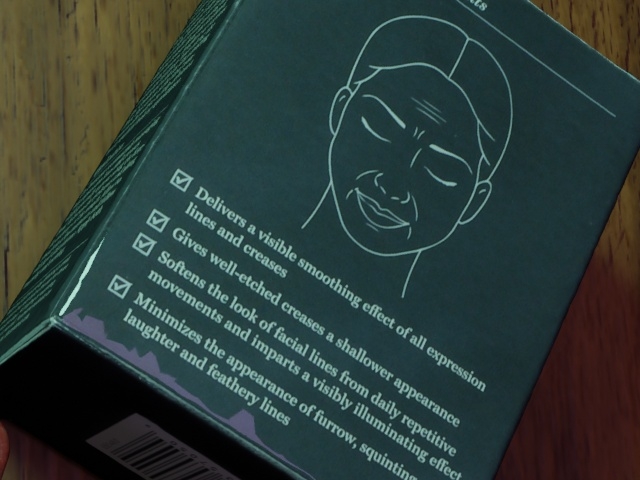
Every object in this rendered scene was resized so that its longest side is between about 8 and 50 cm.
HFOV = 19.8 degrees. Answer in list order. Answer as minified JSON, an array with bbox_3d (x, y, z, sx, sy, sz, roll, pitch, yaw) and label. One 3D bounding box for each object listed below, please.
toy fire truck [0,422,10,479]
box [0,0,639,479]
[{"bbox_3d":[-0.350,0.150,1.061,0.302,0.169,0.253,20,91,-20],"label":"toy fire truck"},{"bbox_3d":[0.000,0.000,1.237,0.293,0.212,0.395,35,62,-12],"label":"box"}]
